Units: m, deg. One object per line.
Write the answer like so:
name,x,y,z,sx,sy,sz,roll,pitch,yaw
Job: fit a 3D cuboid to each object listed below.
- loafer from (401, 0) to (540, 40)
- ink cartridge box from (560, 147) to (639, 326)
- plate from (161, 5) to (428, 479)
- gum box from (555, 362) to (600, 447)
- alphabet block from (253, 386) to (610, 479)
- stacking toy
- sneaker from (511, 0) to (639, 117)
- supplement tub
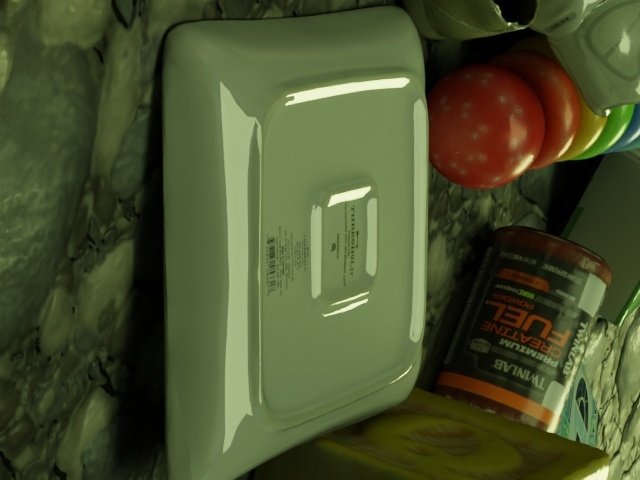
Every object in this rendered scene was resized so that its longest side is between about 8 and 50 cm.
loafer,0.095,-0.239,1.101,0.102,0.092,0.268,-55,147,-32
ink cartridge box,0.308,-0.040,1.570,0.212,0.093,0.154,-32,152,-50
plate,0.000,0.000,1.063,0.278,0.045,0.277,-16,110,-57
gum box,0.215,0.189,1.579,0.184,0.041,0.157,61,35,-54
alphabet block,0.068,0.228,1.200,0.192,0.193,0.197,-11,114,-61
stacking toy,0.184,-0.115,1.322,0.330,0.141,0.141,-21,123,-49
sneaker,0.253,-0.174,1.273,0.292,0.110,0.118,-29,89,-43
supplement tub,0.155,0.095,1.385,0.106,0.106,0.198,39,69,-61
